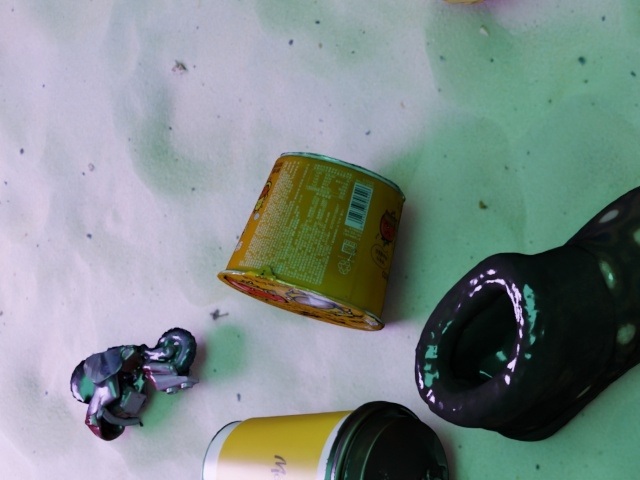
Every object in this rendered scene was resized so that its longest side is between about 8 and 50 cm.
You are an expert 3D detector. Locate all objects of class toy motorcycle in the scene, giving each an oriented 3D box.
[{"bbox_3d":[-0.250,0.193,2.184,0.213,0.082,0.122,-21,69,30],"label":"toy motorcycle"}]

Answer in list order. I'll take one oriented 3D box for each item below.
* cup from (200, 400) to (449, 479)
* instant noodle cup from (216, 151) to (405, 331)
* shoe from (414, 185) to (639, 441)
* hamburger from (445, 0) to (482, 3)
[{"bbox_3d":[0.001,0.284,1.950,0.279,0.196,0.196,-1,80,40],"label":"cup"},{"bbox_3d":[0.000,0.000,1.995,0.216,0.216,0.172,11,78,34],"label":"instant noodle cup"},{"bbox_3d":[0.275,0.064,1.773,0.384,0.237,0.171,-43,61,20],"label":"shoe"},{"bbox_3d":[0.177,-0.391,1.983,0.237,0.149,0.237,-7,73,24],"label":"hamburger"}]
